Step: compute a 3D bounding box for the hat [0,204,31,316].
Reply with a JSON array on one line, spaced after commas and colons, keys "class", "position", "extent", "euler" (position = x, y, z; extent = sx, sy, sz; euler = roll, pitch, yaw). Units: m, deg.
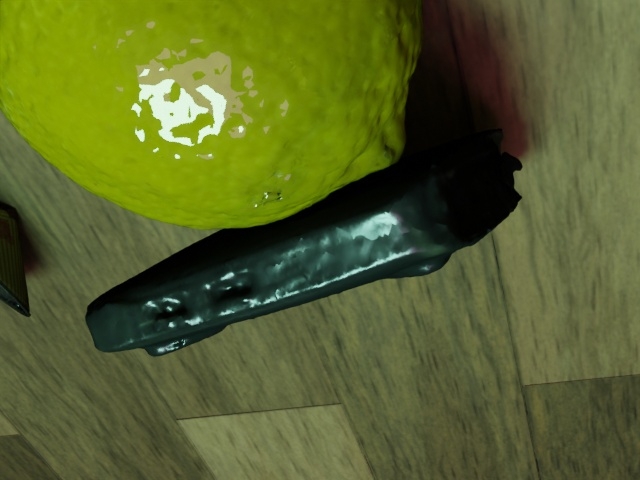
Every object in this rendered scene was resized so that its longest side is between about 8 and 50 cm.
[{"class": "hat", "position": [-0.374, -0.004, 1.152], "extent": [0.193, 0.082, 0.193], "euler": [35, 161, 14]}]

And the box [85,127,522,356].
[{"class": "box", "position": [0.000, 0.000, 0.945], "extent": [0.350, 0.359, 0.091], "euler": [-19, 93, 23]}]

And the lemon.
[{"class": "lemon", "position": [-0.089, -0.166, 0.771], "extent": [0.336, 0.336, 0.336], "euler": [2, 138, 2]}]
